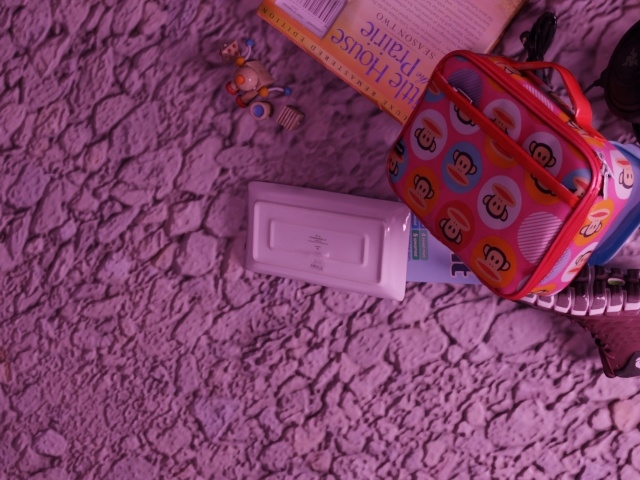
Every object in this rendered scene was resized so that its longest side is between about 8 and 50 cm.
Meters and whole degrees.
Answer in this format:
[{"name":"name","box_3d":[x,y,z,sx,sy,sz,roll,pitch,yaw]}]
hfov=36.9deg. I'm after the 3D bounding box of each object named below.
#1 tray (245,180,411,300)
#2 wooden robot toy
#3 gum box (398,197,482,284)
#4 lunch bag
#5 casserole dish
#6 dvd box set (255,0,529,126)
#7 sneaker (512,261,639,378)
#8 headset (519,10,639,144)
[{"name":"tray","box_3d":[0.000,0.000,1.414,0.270,0.030,0.145,10,106,26]},{"name":"wooden robot toy","box_3d":[-0.104,-0.223,1.399,0.076,0.079,0.173,-40,86,21]},{"name":"gum box","box_3d":[0.203,-0.018,1.357,0.184,0.041,0.157,1,101,19]},{"name":"lunch bag","box_3d":[0.236,-0.098,1.189,0.293,0.120,0.258,49,124,33]},{"name":"casserole dish","box_3d":[0.377,-0.049,1.294,0.114,0.037,0.188,37,111,8]},{"name":"dvd box set","box_3d":[0.146,-0.391,1.289,0.307,0.062,0.420,38,110,8]},{"name":"sneaker","box_3d":[0.358,0.114,1.284,0.281,0.106,0.162,9,126,16]},{"name":"headset","box_3d":[0.427,-0.204,1.159,0.394,0.243,0.185,4,78,36]}]
